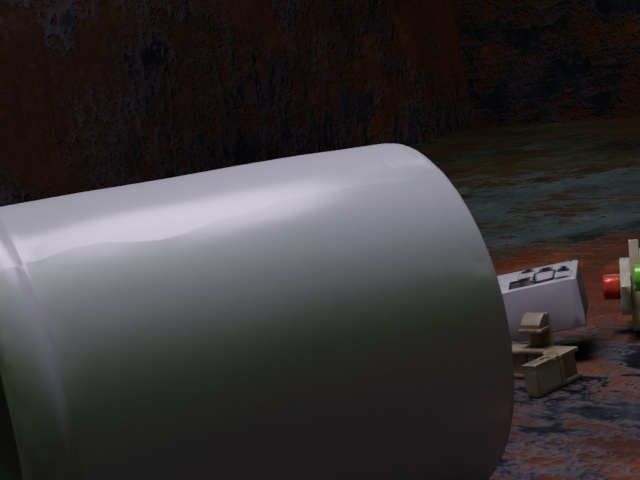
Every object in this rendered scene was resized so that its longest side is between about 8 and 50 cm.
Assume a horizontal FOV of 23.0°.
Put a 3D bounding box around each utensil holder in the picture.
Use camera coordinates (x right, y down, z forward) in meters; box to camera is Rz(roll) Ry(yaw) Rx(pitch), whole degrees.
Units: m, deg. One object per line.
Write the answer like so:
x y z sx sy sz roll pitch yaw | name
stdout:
-0.088 0.104 1.244 0.385 0.328 0.327 -11 8 -24 | utensil holder

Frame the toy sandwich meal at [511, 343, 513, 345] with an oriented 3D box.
0.182 0.120 1.755 0.085 0.029 0.085 -10 9 2 | toy sandwich meal

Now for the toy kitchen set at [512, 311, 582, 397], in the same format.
0.210 0.116 1.617 0.075 0.068 0.083 -19 11 -43 | toy kitchen set

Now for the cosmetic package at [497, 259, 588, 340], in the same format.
0.171 0.079 1.733 0.239 0.060 0.099 -12 6 12 | cosmetic package

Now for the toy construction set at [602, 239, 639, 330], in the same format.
0.453 0.020 1.676 0.327 0.151 0.215 -16 31 19 | toy construction set
